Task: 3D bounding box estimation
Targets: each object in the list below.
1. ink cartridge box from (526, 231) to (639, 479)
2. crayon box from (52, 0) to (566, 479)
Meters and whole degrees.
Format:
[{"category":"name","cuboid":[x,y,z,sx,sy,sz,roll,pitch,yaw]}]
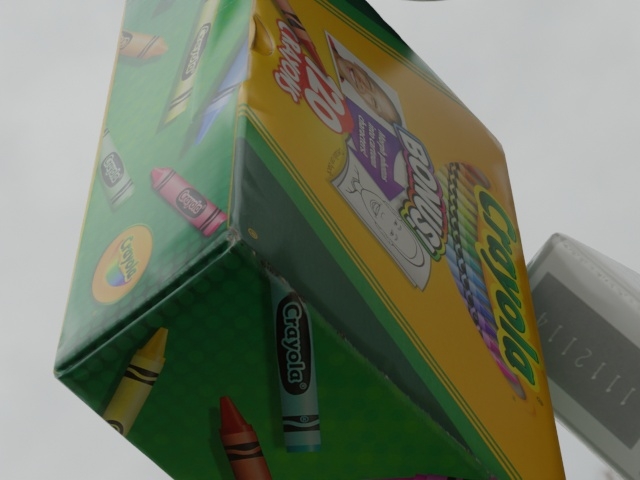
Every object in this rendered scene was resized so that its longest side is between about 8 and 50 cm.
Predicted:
[{"category":"ink cartridge box","cuboid":[0.236,0.126,0.783,0.066,0.296,0.261,-54,-32,10]},{"category":"crayon box","cuboid":[0.000,0.000,0.685,0.081,0.278,0.165,-37,-64,20]}]
